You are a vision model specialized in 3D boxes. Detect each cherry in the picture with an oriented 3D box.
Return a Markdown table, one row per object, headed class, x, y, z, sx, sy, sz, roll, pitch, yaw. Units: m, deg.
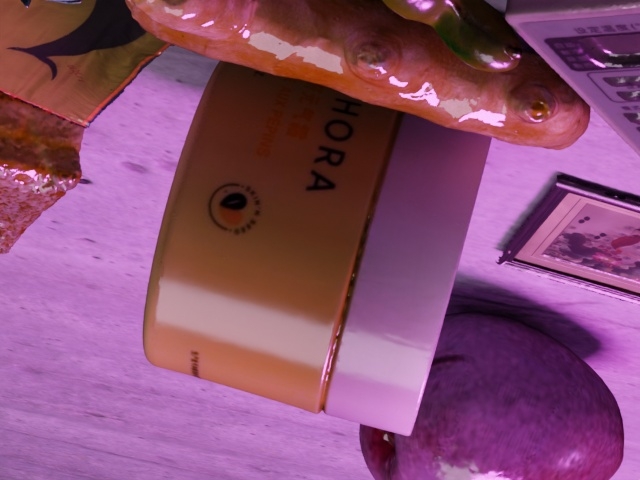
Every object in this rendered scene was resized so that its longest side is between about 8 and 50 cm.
| class | x | y | z | sx | sy | sz | roll | pitch | yaw |
| --- | --- | --- | --- | --- | --- | --- | --- | --- | --- |
| cherry | 0.136 | 0.156 | 1.622 | 0.266 | 0.184 | 0.213 | 17 | 172 | -14 |

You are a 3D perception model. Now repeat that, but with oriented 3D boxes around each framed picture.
| class | x | y | z | sx | sy | sz | roll | pitch | yaw |
| --- | --- | --- | --- | --- | --- | --- | --- | --- | --- |
| framed picture | 0.244 | 0.013 | 1.397 | 0.199 | 0.010 | 0.195 | 16 | 162 | -3 |

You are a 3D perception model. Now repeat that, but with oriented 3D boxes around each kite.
| class | x | y | z | sx | sy | sz | roll | pitch | yaw |
| --- | --- | --- | --- | --- | --- | --- | --- | --- | --- |
| kite | -0.236 | -0.173 | 1.189 | 0.327 | 0.013 | 0.377 | 4 | 154 | 14 |

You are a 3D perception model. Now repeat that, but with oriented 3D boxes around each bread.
| class | x | y | z | sx | sy | sz | roll | pitch | yaw |
| --- | --- | --- | --- | --- | --- | --- | --- | --- | --- |
| bread | -0.289 | -0.076 | 1.416 | 0.184 | 0.111 | 0.234 | 13 | 162 | -20 |

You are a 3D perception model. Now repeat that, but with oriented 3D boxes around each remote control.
| class | x | y | z | sx | sy | sz | roll | pitch | yaw |
| --- | --- | --- | --- | --- | --- | --- | --- | --- | --- |
| remote control | 0.219 | -0.081 | 1.100 | 0.123 | 0.038 | 0.285 | 2 | 157 | 33 |

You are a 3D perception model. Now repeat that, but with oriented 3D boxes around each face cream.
| class | x | y | z | sx | sy | sz | roll | pitch | yaw |
| --- | --- | --- | --- | --- | --- | --- | --- | --- | --- |
| face cream | 0.000 | 0.000 | 1.225 | 0.179 | 0.218 | 0.218 | 15 | 162 | 3 |

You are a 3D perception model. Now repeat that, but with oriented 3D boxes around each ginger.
| class | x | y | z | sx | sy | sz | roll | pitch | yaw |
| --- | --- | --- | --- | --- | --- | --- | --- | --- | --- |
| ginger | 0.025 | -0.114 | 1.107 | 0.298 | 0.065 | 0.118 | 15 | -168 | -12 |

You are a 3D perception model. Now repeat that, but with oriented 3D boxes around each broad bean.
| class | x | y | z | sx | sy | sz | roll | pitch | yaw |
| --- | --- | --- | --- | --- | --- | --- | --- | --- | --- |
| broad bean | 0.035 | -0.158 | 1.002 | 0.213 | 0.048 | 0.070 | 37 | 179 | -37 |

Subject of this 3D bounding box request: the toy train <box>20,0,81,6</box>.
| class | x | y | z | sx | sy | sz | roll | pitch | yaw |
| --- | --- | --- | --- | --- | --- | --- | --- | --- | --- |
| toy train | -0.140 | -0.201 | 0.944 | 0.198 | 0.107 | 0.154 | 27 | 151 | -31 |
